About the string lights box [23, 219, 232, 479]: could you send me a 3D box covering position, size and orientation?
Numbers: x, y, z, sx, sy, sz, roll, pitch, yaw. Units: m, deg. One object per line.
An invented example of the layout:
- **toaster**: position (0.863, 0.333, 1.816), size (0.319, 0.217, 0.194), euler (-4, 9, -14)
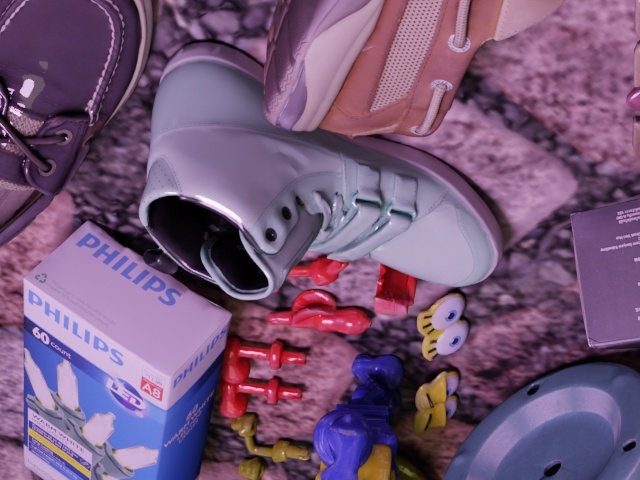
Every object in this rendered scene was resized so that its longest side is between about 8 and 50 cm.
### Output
- **string lights box**: position (-0.154, 0.118, 1.055), size (0.133, 0.077, 0.260), euler (32, 142, 15)

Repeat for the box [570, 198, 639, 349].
- **box**: position (0.321, -0.002, 0.700), size (0.307, 0.077, 0.242), euler (-13, 169, 36)

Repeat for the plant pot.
- **plant pot**: position (0.225, 0.237, 0.993), size (0.271, 0.272, 0.255), euler (-24, 117, 36)

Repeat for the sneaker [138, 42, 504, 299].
- **sneaker**: position (-0.001, 0.000, 0.850), size (0.256, 0.151, 0.094), euler (28, 136, -19)

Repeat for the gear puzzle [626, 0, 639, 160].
- **gear puzzle**: position (0.330, -0.123, 0.705), size (0.338, 0.044, 0.175), euler (-1, 128, 11)

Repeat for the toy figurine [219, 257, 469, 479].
- **toy figurine**: position (-0.004, 0.201, 1.033), size (0.191, 0.217, 0.362), euler (8, 139, 6)

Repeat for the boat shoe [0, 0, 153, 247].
- **boat shoe**: position (-0.190, -0.069, 0.865), size (0.103, 0.092, 0.285), euler (28, 138, -17)

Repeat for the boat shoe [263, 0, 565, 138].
- **boat shoe**: position (0.071, -0.161, 0.682), size (0.116, 0.123, 0.324), euler (16, 147, -14)
